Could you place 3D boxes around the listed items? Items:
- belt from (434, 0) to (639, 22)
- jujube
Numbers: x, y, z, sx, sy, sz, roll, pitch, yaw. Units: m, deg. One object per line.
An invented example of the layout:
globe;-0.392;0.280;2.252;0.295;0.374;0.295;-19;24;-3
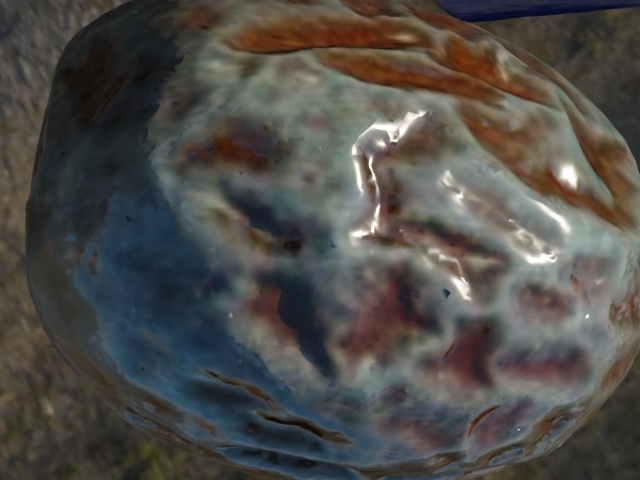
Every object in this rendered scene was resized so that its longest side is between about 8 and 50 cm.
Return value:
belt;0.088;-0.216;0.457;0.117;0.347;0.212;-2;150;20
jujube;0.004;-0.006;0.897;0.308;0.246;0.215;3;159;-31
